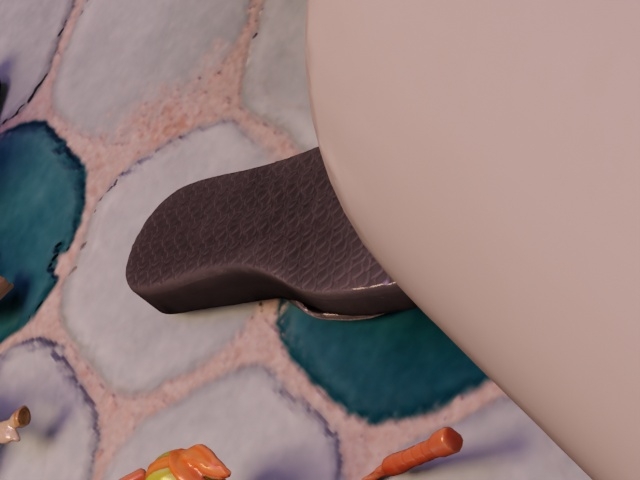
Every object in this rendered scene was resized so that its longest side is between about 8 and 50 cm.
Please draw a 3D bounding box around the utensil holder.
[{"bbox_3d":[0.212,-0.013,0.436,0.327,0.327,0.385,-51,40,2],"label":"utensil holder"}]

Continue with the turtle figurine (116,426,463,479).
[{"bbox_3d":[-0.062,0.174,0.730,0.269,0.087,0.217,-17,53,34],"label":"turtle figurine"}]

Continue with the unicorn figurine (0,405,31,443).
[{"bbox_3d":[-0.207,0.114,0.922,0.111,0.060,0.162,-8,58,38],"label":"unicorn figurine"}]

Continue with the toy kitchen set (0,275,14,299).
[{"bbox_3d":[-0.231,0.013,0.980,0.068,0.075,0.083,-12,25,36],"label":"toy kitchen set"}]

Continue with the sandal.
[{"bbox_3d":[0.000,-0.001,0.828,0.254,0.054,0.097,-1,55,52],"label":"sandal"}]
